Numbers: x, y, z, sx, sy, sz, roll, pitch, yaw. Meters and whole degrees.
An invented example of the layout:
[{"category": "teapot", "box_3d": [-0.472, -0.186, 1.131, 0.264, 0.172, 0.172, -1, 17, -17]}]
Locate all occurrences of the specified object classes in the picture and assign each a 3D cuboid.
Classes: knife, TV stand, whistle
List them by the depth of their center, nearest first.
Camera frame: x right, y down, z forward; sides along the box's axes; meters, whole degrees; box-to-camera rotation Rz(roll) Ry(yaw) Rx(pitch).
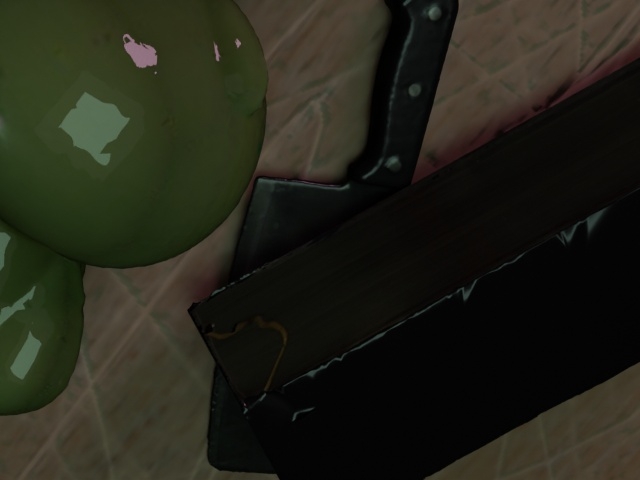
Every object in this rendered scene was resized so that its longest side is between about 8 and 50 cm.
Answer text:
[{"category": "whistle", "box_3d": [-0.123, -0.007, 0.541, 0.141, 0.141, 0.294, 28, 121, -24]}, {"category": "TV stand", "box_3d": [0.086, 0.014, 0.602, 0.269, 0.083, 0.088, -29, 126, -5]}, {"category": "knife", "box_3d": [0.000, 0.000, 0.619, 0.072, 0.019, 0.245, 7, 112, -19]}]
